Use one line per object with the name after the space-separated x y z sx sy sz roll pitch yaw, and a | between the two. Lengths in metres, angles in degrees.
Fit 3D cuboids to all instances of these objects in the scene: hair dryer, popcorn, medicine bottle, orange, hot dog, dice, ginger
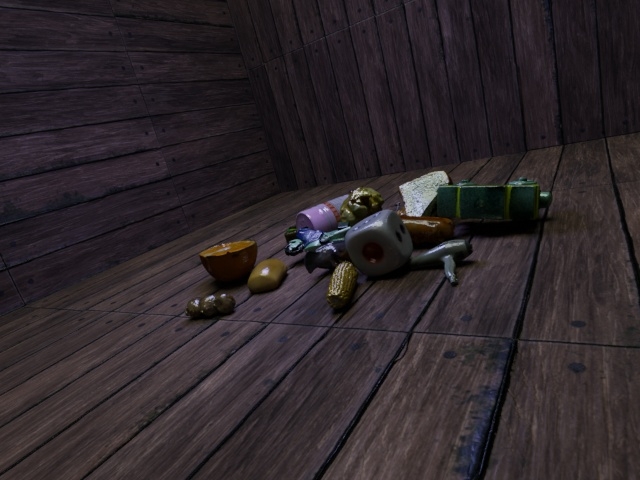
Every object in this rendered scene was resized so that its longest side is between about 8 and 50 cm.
0.396 0.085 1.402 0.219 0.088 0.225 -10 29 42 | hair dryer
0.184 -0.152 1.942 0.233 0.192 0.266 -40 -9 -6 | popcorn
0.052 -0.104 2.130 0.315 0.202 0.202 -23 17 -29 | medicine bottle
-0.422 0.070 1.878 0.274 0.274 0.310 -25 -16 -34 | orange
0.387 -0.041 1.714 0.348 0.117 0.158 5 14 26 | hot dog
0.218 0.010 1.505 0.193 0.194 0.192 -27 8 32 | dice
-0.419 0.246 1.550 0.204 0.080 0.104 -10 10 25 | ginger

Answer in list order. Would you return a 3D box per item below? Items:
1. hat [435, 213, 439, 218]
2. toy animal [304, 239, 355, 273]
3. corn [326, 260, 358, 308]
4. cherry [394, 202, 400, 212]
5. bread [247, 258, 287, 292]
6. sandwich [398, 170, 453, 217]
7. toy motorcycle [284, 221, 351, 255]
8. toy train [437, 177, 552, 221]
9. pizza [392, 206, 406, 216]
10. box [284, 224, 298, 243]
0.523 -0.119 1.973 0.140 0.129 0.227 25 54 27 | hat
0.074 0.065 1.654 0.298 0.122 0.185 -10 18 -9 | toy animal
0.074 0.152 1.393 0.091 0.091 0.260 29 23 3 | corn
0.313 -0.085 1.941 0.225 0.090 0.107 -50 -14 -24 | cherry
-0.228 0.139 1.725 0.147 0.098 0.217 -16 13 11 | bread
0.506 -0.184 1.896 0.254 0.100 0.288 -15 48 15 | sandwich
0.000 0.000 1.889 0.331 0.125 0.196 -8 32 13 | toy motorcycle
0.685 -0.162 1.657 0.442 0.179 0.272 5 11 35 | toy train
0.417 -0.141 2.187 0.161 0.063 0.182 -13 16 30 | pizza
-0.075 -0.055 2.328 0.240 0.071 0.159 -13 18 9 | box
